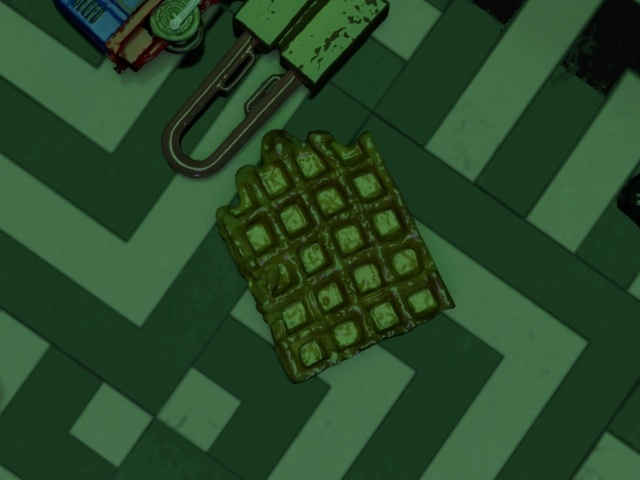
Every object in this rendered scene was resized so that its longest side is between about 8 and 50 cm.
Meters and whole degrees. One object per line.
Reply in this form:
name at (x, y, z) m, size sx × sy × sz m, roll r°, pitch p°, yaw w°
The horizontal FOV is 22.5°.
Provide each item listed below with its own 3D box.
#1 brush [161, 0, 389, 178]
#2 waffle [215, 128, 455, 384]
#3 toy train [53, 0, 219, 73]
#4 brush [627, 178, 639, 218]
brush at (-0.052, -0.151, 1.420) m, size 0.103 × 0.047 × 0.233 m, roll 41°, pitch 86°, yaw 0°
waffle at (0.000, 0.000, 1.408) m, size 0.160 × 0.055 × 0.211 m, roll -27°, pitch 89°, yaw -5°
toy train at (-0.131, -0.244, 1.405) m, size 0.131 × 0.083 × 0.204 m, roll 44°, pitch 85°, yaw 3°
brush at (0.401, 0.055, 1.424) m, size 0.323 × 0.051 × 0.070 m, roll 43°, pitch 83°, yaw 0°
